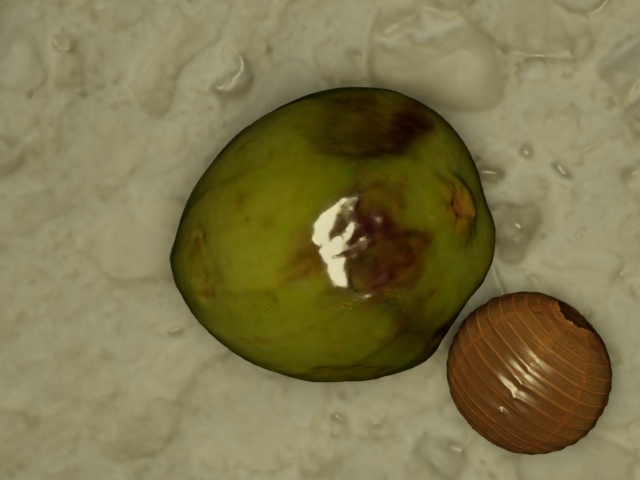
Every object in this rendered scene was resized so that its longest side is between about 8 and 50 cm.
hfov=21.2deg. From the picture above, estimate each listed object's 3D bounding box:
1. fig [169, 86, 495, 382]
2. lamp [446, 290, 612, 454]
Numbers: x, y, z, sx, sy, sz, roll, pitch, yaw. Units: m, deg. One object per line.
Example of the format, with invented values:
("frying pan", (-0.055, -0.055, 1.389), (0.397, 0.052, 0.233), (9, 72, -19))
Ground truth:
("fig", (0.000, 0.000, 1.380), (0.271, 0.239, 0.239), (-7, 90, 34))
("lamp", (0.170, 0.107, 1.395), (0.136, 0.136, 0.136), (0, 91, 7))
